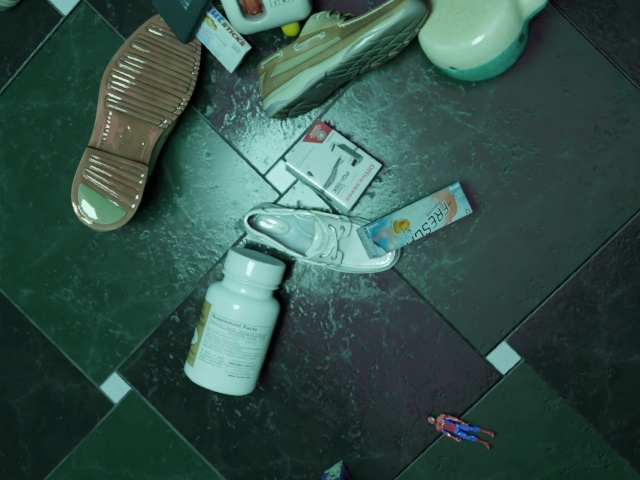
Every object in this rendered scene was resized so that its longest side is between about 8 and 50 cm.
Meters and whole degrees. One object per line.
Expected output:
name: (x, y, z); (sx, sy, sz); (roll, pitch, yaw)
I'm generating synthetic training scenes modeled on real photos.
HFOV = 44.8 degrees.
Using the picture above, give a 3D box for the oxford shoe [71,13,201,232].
oxford shoe: (-0.319, -0.200, 1.316); (0.140, 0.146, 0.397); (26, 77, -13)

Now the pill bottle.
pill bottle: (-0.141, 0.135, 1.329); (0.131, 0.131, 0.229); (18, 97, 5)

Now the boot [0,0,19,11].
boot: (-0.522, -0.602, 1.255); (0.284, 0.138, 0.378); (-19, 97, 29)

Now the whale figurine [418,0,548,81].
whale figurine: (0.273, -0.376, 1.240); (0.216, 0.141, 0.272); (14, 74, 41)

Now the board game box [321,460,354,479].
board game box: (0.102, 0.562, 1.304); (0.056, 0.208, 0.347); (-31, 91, 12)

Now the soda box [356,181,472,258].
soda box: (0.155, -0.033, 1.282); (0.183, 0.063, 0.058); (-26, 92, -14)

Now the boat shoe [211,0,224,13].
boat shoe: (-0.205, -0.466, 1.298); (0.066, 0.066, 0.183); (-26, 92, 50)

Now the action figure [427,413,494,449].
action figure: (0.243, 0.330, 1.356); (0.115, 0.030, 0.038); (18, 102, 7)

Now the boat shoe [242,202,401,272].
boat shoe: (0.000, 0.000, 1.316); (0.276, 0.096, 0.098); (11, 93, 4)

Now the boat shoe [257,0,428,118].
boat shoe: (0.019, -0.314, 1.243); (0.324, 0.123, 0.117); (-27, 81, 27)

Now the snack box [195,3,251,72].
snack box: (-0.193, -0.365, 1.292); (0.178, 0.064, 0.022); (47, 54, -3)

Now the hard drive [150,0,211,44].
hard drive: (-0.222, -0.392, 1.247); (0.094, 0.022, 0.135); (53, 143, 3)

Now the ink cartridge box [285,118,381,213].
ink cartridge box: (0.022, -0.124, 1.312); (0.135, 0.056, 0.099); (35, 83, 2)

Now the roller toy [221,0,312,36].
roller toy: (-0.089, -0.434, 1.236); (0.146, 0.191, 0.210); (-13, 94, 7)
